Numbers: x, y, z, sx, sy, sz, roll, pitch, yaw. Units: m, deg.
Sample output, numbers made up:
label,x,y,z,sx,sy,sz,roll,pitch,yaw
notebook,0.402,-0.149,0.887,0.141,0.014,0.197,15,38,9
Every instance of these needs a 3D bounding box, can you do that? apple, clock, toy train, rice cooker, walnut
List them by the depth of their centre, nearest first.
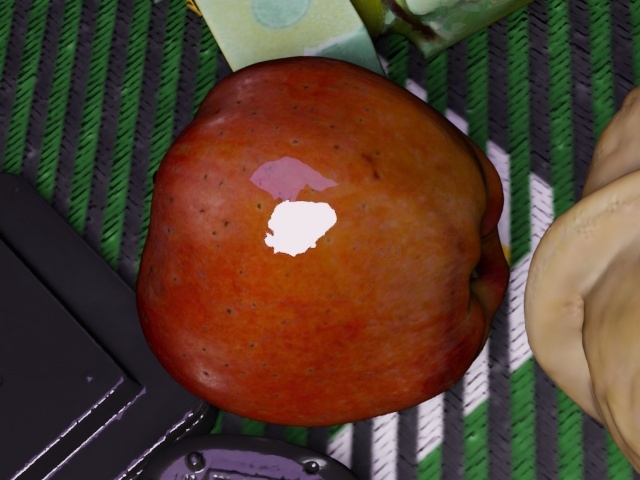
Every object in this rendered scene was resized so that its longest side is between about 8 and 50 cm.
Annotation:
label,x,y,z,sx,sy,sz,roll,pitch,yaw
walnut,0.254,0.030,0.835,0.285,0.285,0.296,-2,55,14
rice cooker,-0.041,0.176,0.921,0.165,0.106,0.112,8,67,7
apple,0.000,-0.002,0.946,0.234,0.234,0.234,-6,60,11
clock,-0.244,0.108,1.043,0.273,0.049,0.279,-43,59,-10
toy train,0.055,-0.237,1.106,0.397,0.160,0.253,-28,65,-2
